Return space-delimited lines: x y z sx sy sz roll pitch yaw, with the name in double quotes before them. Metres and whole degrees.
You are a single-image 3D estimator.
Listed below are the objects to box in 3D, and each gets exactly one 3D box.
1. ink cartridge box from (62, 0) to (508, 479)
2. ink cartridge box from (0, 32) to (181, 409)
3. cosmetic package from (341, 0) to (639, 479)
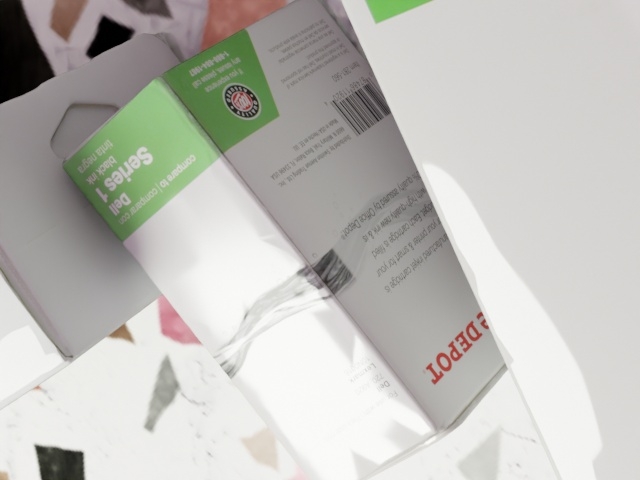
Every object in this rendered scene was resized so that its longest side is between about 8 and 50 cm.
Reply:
"ink cartridge box" 0.000 0.000 0.944 0.092 0.160 0.219 -37 90 36
"ink cartridge box" -0.209 0.035 1.034 0.307 0.223 0.129 -32 94 34
"cosmetic package" 0.154 -0.068 0.836 0.197 0.155 0.365 -21 99 31
